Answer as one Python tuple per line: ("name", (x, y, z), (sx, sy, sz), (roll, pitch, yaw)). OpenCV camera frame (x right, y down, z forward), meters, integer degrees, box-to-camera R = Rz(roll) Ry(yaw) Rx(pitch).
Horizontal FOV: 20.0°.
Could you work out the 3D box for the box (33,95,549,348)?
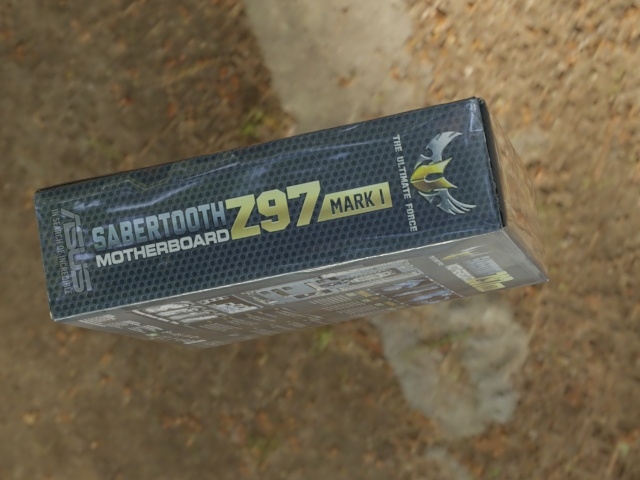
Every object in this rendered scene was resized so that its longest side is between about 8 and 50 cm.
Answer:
("box", (0.000, 0.000, 0.798), (0.183, 0.233, 0.059), (-11, 82, 11))
